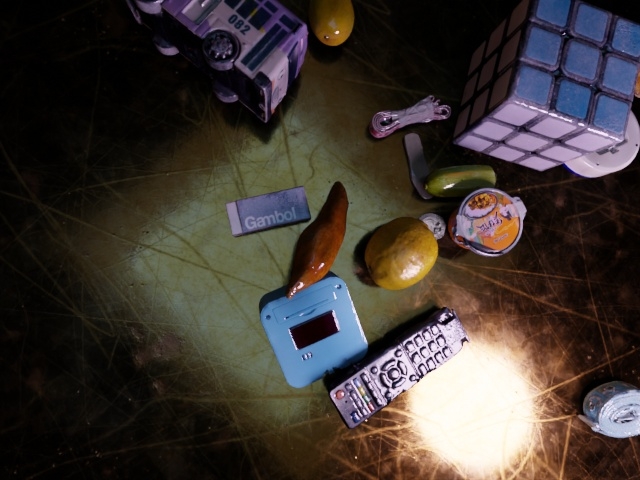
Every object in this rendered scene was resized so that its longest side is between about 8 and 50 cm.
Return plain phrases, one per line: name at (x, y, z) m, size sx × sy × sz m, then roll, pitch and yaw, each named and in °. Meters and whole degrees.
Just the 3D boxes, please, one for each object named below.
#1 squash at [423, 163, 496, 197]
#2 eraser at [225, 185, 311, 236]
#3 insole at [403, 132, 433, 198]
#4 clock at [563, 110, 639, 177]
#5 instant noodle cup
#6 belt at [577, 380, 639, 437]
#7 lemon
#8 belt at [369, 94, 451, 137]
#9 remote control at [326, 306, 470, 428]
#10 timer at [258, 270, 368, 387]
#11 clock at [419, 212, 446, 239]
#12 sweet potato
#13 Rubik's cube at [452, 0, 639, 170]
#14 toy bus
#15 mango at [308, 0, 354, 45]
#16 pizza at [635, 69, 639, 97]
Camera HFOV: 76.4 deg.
squash at (0.370, -0.163, 1.108) m, size 0.187 × 0.095 × 0.095 m, roll -2°, pitch 86°, yaw -11°
eraser at (-0.134, -0.076, 1.064) m, size 0.212 × 0.046 × 0.092 m, roll -14°, pitch 88°, yaw -8°
insole at (0.277, -0.209, 1.145) m, size 0.063 × 0.010 × 0.192 m, roll -16°, pitch 89°, yaw -7°
clock at (0.805, -0.303, 1.186) m, size 0.230 × 0.083 × 0.231 m, roll 0°, pitch 88°, yaw -7°
instant noodle cup at (0.425, -0.042, 1.093) m, size 0.208 × 0.125 × 0.178 m, roll -9°, pitch 86°, yaw -8°
belt at (0.822, 0.464, 1.127) m, size 0.162 × 0.082 × 0.148 m, roll 20°, pitch 94°, yaw -9°
lemon at (0.207, 0.031, 1.042) m, size 0.207 × 0.170 × 0.170 m, roll -37°, pitch 91°, yaw -12°
belt at (0.246, -0.346, 1.132) m, size 0.231 × 0.053 × 0.072 m, roll -16°, pitch 87°, yaw -8°
remote control at (0.202, 0.320, 1.064) m, size 0.398 × 0.062 × 0.145 m, roll -30°, pitch 96°, yaw -10°
timer at (-0.019, 0.228, 1.056) m, size 0.231 × 0.091 × 0.250 m, roll -22°, pitch 100°, yaw -9°
clock at (0.310, -0.039, 1.136) m, size 0.083 × 0.010 × 0.074 m, roll 14°, pitch 84°, yaw -5°
sweet potato at (-0.001, 0.005, 1.033) m, size 0.112 × 0.112 × 0.359 m, roll 31°, pitch 57°, yaw -4°
Rubik's cube at (0.567, -0.387, 1.052) m, size 0.304 × 0.304 × 0.301 m, roll 15°, pitch 83°, yaw -4°
toy bus at (-0.243, -0.531, 1.007) m, size 0.439 × 0.209 × 0.249 m, roll 39°, pitch 80°, yaw -1°
mango at (0.031, -0.627, 1.107) m, size 0.130 × 0.092 × 0.195 m, roll 11°, pitch 80°, yaw -5°
pizza at (0.923, -0.490, 1.230) m, size 0.195 × 0.052 × 0.185 m, roll -15°, pitch 95°, yaw -13°
